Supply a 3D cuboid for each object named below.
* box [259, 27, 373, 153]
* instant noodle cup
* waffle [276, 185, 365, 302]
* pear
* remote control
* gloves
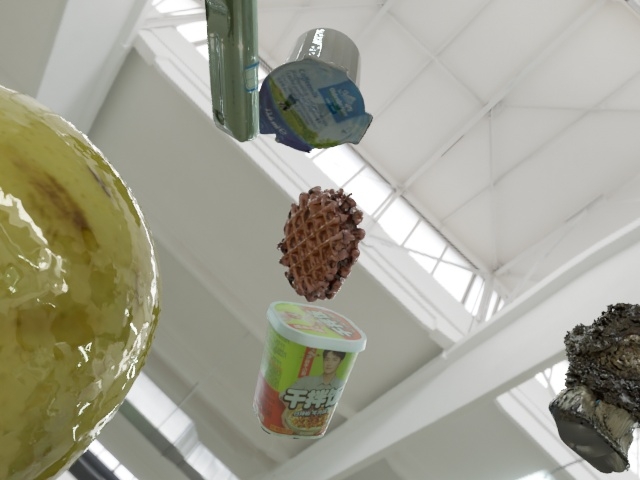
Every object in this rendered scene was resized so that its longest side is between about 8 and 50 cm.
[{"bbox_3d":[-0.019,-0.366,1.232,0.291,0.206,0.262,-12,-43,30],"label":"box"},{"bbox_3d":[-0.049,0.365,1.435,0.294,0.294,0.307,18,-81,17],"label":"instant noodle cup"},{"bbox_3d":[0.000,0.000,0.365,0.075,0.029,0.083,38,-66,47],"label":"waffle"},{"bbox_3d":[-0.295,0.040,0.383,0.349,0.348,0.348,11,-61,21],"label":"pear"},{"bbox_3d":[-0.171,-0.352,0.954,0.128,0.066,0.335,37,-42,37],"label":"remote control"},{"bbox_3d":[0.555,0.262,0.977,0.210,0.312,0.135,38,-17,19],"label":"gloves"}]
